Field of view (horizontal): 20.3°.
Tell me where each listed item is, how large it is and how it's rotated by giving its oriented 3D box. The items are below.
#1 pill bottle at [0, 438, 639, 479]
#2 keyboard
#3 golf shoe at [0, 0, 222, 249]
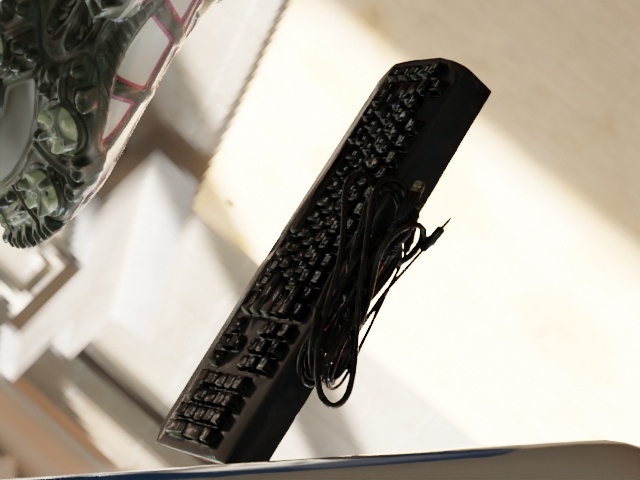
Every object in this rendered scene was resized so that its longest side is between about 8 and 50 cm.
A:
[{"bbox_3d":[0.013,0.101,0.325,0.221,0.124,0.124,-5,131,12],"label":"pill bottle"},{"bbox_3d":[0.000,0.000,0.695,0.038,0.192,0.100,40,162,-31],"label":"keyboard"},{"bbox_3d":[-0.097,-0.100,0.848,0.105,0.120,0.273,49,135,18],"label":"golf shoe"}]
